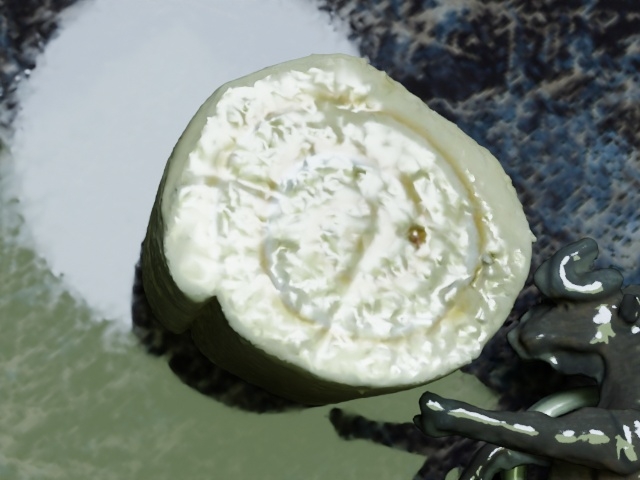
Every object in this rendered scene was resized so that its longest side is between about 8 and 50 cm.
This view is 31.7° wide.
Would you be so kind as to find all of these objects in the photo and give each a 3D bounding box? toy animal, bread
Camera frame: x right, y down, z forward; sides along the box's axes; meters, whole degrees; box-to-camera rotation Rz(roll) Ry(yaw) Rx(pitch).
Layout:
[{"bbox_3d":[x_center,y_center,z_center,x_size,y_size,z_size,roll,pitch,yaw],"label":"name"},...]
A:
[{"bbox_3d":[0.132,0.114,0.488,0.148,0.084,0.233,-21,70,-3],"label":"toy animal"},{"bbox_3d":[0.000,0.000,0.493,0.148,0.141,0.134,20,77,-8],"label":"bread"}]

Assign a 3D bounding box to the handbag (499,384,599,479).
[{"bbox_3d":[0.238,0.158,0.561,0.315,0.109,0.241,16,75,5],"label":"handbag"}]
